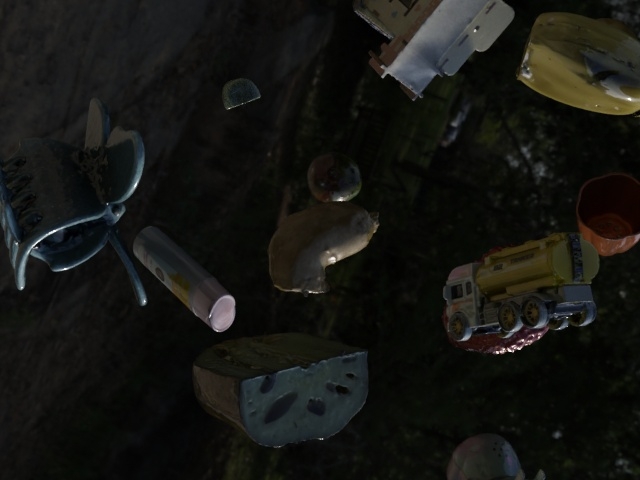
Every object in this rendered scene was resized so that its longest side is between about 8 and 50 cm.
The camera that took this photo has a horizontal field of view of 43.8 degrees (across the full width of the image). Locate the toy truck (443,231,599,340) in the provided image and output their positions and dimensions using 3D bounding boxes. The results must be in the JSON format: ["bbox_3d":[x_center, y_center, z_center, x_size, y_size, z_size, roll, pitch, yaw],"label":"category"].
[{"bbox_3d":[0.256,0.063,1.027,0.227,0.098,0.114,-25,-112,59],"label":"toy truck"}]

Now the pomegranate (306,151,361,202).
[{"bbox_3d":[0.029,-0.134,1.779,0.130,0.130,0.130,20,90,-87],"label":"pomegranate"}]

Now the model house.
[{"bbox_3d":[0.188,-0.432,1.340,0.169,0.244,0.326,18,119,-46],"label":"model house"}]

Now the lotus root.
[{"bbox_3d":[-0.100,0.252,1.351,0.260,0.267,0.149,2,-84,50],"label":"lotus root"}]

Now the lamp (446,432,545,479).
[{"bbox_3d":[0.450,0.605,1.934,0.301,0.247,0.247,-108,-147,-56],"label":"lamp"}]

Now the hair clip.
[{"bbox_3d":[-0.485,-0.082,1.510,0.318,0.238,0.392,56,-32,40],"label":"hair clip"}]

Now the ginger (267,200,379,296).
[{"bbox_3d":[0.000,0.000,1.582,0.267,0.152,0.138,-41,-163,-14],"label":"ginger"}]

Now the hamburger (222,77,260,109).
[{"bbox_3d":[-0.265,-0.483,2.584,0.084,0.121,0.054,68,-14,-14],"label":"hamburger"}]

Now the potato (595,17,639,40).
[{"bbox_3d":[0.656,-0.426,1.858,0.164,0.081,0.200,99,-28,-46],"label":"potato"}]

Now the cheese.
[{"bbox_3d":[0.577,-0.361,1.681,0.128,0.316,0.259,-62,166,-5],"label":"cheese"}]

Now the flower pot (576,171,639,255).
[{"bbox_3d":[0.741,-0.051,2.037,0.173,0.190,0.191,68,40,-62],"label":"flower pot"}]

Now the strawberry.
[{"bbox_3d":[0.423,0.150,1.911,0.288,0.238,0.250,-30,169,6],"label":"strawberry"}]

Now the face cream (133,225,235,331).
[{"bbox_3d":[-0.277,0.073,1.626,0.073,0.269,0.107,-34,145,-28],"label":"face cream"}]
